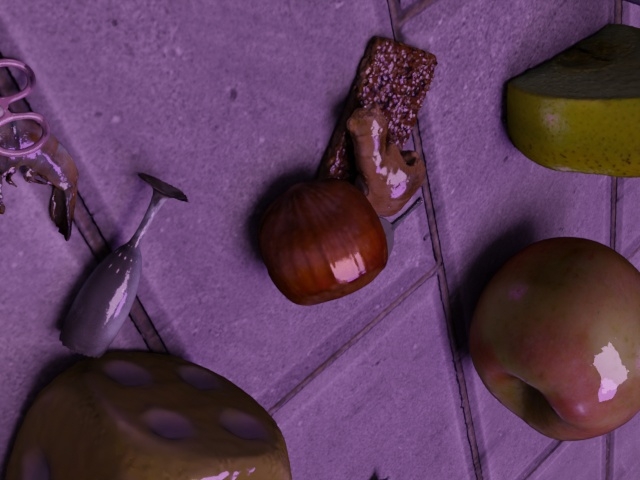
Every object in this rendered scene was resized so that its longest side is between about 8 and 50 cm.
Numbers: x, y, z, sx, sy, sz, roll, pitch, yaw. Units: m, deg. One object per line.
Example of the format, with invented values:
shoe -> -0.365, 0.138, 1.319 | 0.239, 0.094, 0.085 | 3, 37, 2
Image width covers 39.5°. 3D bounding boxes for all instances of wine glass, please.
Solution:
wine glass -> -0.207, 0.029, 0.928 | 0.066, 0.066, 0.198 | 20, 102, -51

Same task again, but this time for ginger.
ginger -> 0.083, -0.095, 1.094 | 0.096, 0.067, 0.165 | -15, 132, -8

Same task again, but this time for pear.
pear -> 0.442, -0.187, 1.308 | 0.292, 0.292, 0.159 | -31, 126, -28

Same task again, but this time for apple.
apple -> 0.405, 0.153, 1.465 | 0.277, 0.319, 0.319 | -48, 142, -23

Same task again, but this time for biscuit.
biscuit -> 0.069, -0.137, 1.126 | 0.131, 0.025, 0.231 | 3, 114, -47

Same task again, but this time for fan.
fan -> 0.084, -0.003, 1.254 | 0.175, 0.005, 0.113 | -42, 140, -16

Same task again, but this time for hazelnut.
hazelnut -> 0.000, 0.000, 1.072 | 0.150, 0.150, 0.150 | -26, 133, -32

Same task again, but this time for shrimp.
shrimp -> -0.300, -0.016, 0.825 | 0.195, 0.035, 0.148 | -56, 144, -3

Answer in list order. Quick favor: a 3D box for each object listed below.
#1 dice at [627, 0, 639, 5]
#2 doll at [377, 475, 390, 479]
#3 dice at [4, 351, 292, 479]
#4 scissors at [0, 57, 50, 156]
dice -> 0.460, -0.409, 1.211 | 0.181, 0.182, 0.183 | -4, 118, -43
doll -> 0.100, 0.451, 1.574 | 0.057, 0.039, 0.114 | 6, 122, -25
dice -> -0.188, 0.272, 0.986 | 0.238, 0.233, 0.227 | 7, 110, -49
scissors -> -0.318, -0.097, 0.745 | 0.176, 0.022, 0.085 | -20, 105, -30
